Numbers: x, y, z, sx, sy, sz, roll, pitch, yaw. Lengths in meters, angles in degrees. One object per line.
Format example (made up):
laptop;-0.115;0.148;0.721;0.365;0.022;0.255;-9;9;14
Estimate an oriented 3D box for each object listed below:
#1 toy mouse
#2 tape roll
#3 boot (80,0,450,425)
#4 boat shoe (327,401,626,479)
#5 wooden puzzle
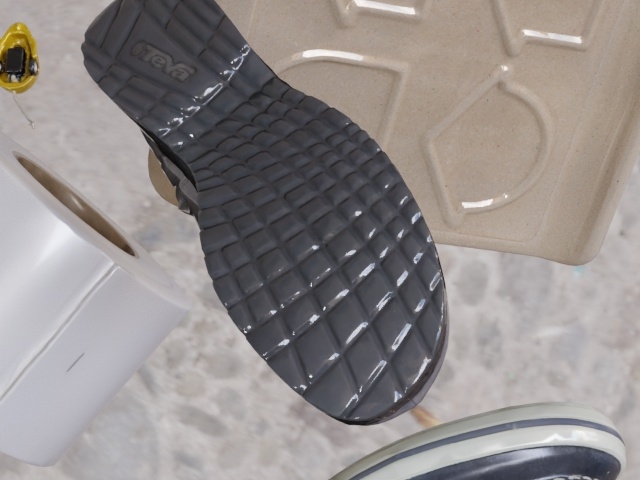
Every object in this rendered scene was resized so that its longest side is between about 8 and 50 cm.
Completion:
toy mouse;-0.314;-0.160;1.432;0.143;0.031;0.161;-5;70;6
tape roll;-0.245;0.035;1.283;0.246;0.246;0.169;40;90;-24
boot;0.000;0.000;0.973;0.118;0.338;0.222;-33;144;3
boat shoe;-0.001;0.279;1.086;0.500;0.156;0.187;-34;145;7
wooden puzzle;0.074;-0.150;1.166;0.348;0.080;0.322;10;120;-11
